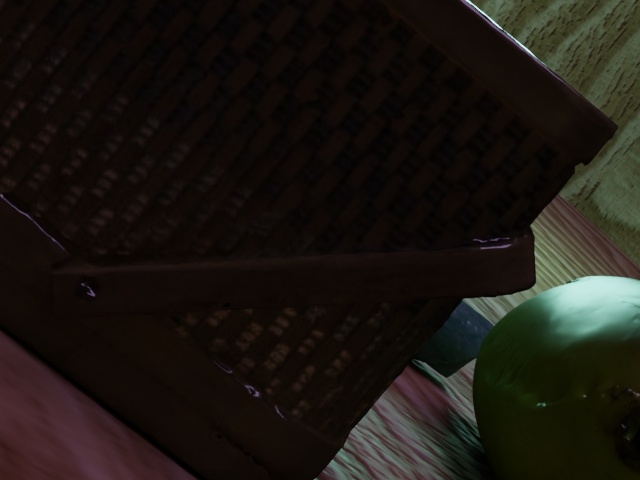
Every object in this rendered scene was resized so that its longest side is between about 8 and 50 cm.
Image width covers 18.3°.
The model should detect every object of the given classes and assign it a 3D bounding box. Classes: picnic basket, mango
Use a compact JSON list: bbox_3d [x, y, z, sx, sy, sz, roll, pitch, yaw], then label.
[{"bbox_3d":[-0.058,-0.061,0.563,0.266,0.139,0.165,38,8,-9],"label":"picnic basket"},{"bbox_3d":[0.121,0.074,0.773,0.125,0.111,0.233,51,-5,-1],"label":"mango"}]

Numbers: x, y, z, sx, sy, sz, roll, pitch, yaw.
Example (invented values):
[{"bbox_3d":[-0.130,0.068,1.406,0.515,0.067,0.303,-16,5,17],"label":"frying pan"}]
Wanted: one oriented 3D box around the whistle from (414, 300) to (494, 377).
[{"bbox_3d":[0.000,0.000,0.870,0.186,0.039,0.039,38,8,-19],"label":"whistle"}]
